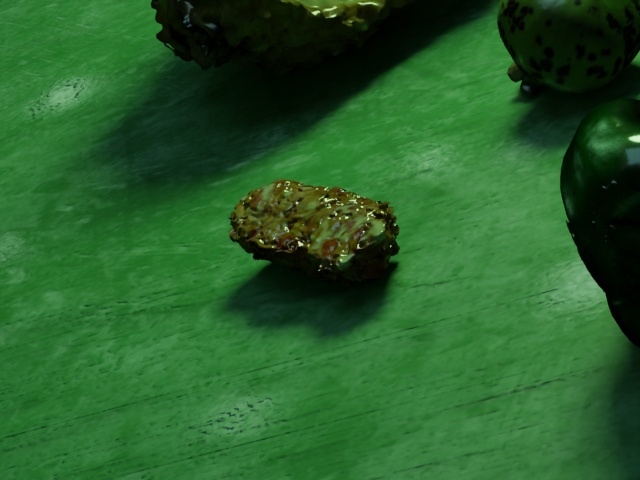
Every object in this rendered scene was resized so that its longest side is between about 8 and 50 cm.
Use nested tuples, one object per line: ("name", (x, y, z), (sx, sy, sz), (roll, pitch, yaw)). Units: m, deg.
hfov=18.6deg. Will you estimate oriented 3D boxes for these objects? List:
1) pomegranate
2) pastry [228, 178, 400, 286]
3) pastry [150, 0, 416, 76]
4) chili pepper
("pomegranate", (0.198, -0.168, 1.602), (0.122, 0.122, 0.161), (-46, -4, -33))
("pastry", (0.002, -0.002, 1.520), (0.169, 0.063, 0.087), (19, 60, 48))
("pastry", (-0.014, -0.340, 1.875), (0.405, 0.292, 0.337), (-41, 19, -8))
("chili pepper", (0.240, -0.006, 1.211), (0.174, 0.165, 0.261), (-4, 27, 4))
